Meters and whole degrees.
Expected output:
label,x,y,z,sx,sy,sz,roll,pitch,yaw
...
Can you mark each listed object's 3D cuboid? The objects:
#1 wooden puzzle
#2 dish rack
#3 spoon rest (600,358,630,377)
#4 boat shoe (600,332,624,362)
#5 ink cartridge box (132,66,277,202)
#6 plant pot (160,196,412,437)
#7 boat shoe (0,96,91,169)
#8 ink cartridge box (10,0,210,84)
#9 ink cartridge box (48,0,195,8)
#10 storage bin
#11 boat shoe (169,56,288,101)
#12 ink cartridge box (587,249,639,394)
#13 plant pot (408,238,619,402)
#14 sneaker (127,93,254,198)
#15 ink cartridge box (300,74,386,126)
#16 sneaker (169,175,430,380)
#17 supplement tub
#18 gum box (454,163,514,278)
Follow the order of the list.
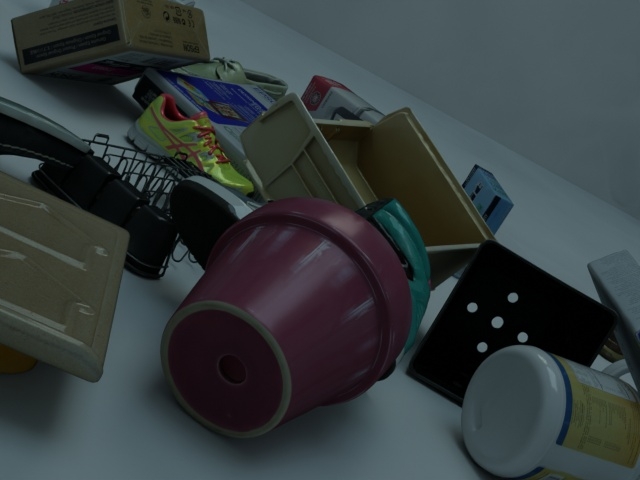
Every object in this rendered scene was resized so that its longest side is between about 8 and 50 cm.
label,x,y,z,sx,sy,sz,roll,pitch,yaw
wooden puzzle,-0.326,-0.002,0.899,0.322,0.080,0.348,27,12,-15
dish rack,-0.179,-0.041,1.279,0.208,0.074,0.271,40,17,26
spoon rest,0.562,0.262,1.649,0.276,0.084,0.137,30,16,1
boat shoe,0.546,0.179,1.909,0.064,0.060,0.178,40,18,30
ink cartridge box,-0.098,-0.151,1.700,0.303,0.072,0.307,42,19,22
plant pot,-0.042,0.079,0.973,0.201,0.201,0.180,34,31,13
boat shoe,-0.392,-0.125,1.116,0.303,0.091,0.114,22,-1,-20
ink cartridge box,-0.307,-0.299,1.610,0.193,0.088,0.235,-10,0,25
ink cartridge box,-0.354,-0.405,1.896,0.212,0.154,0.093,31,18,-3
storage bin,0.062,-0.060,1.389,0.262,0.123,0.260,-4,58,-53
boat shoe,-0.180,-0.287,1.956,0.109,0.094,0.302,40,18,33
ink cartridge box,0.448,0.206,1.338,0.330,0.071,0.324,-88,154,-73
plant pot,0.233,0.117,1.360,0.187,0.188,0.167,30,4,1
sneaker,-0.172,-0.131,1.509,0.208,0.094,0.081,35,15,11
ink cartridge box,0.044,-0.163,1.868,0.218,0.158,0.092,40,17,30
sneaker,0.000,0.000,1.142,0.295,0.123,0.178,38,47,10
supplement tub,0.271,0.207,1.192,0.200,0.144,0.144,22,18,-30
gum box,0.259,-0.034,1.866,0.041,0.157,0.184,27,16,-13
